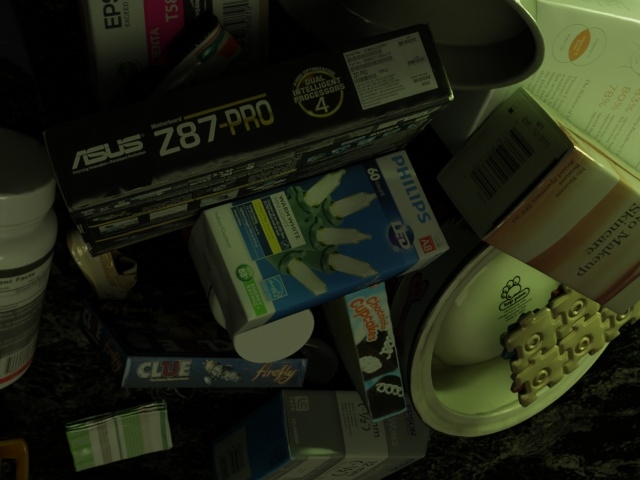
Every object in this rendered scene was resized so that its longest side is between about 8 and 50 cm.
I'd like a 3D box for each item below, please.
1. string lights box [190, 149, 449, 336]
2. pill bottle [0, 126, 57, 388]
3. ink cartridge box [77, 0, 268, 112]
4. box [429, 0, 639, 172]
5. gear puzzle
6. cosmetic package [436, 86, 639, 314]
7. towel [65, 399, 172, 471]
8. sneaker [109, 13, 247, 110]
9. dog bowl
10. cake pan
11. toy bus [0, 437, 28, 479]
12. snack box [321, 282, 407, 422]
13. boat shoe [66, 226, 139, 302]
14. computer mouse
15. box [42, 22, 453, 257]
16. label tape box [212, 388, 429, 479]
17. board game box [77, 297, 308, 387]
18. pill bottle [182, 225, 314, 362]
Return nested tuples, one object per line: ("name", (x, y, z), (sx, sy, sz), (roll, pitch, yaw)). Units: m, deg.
("string lights box", (0.000, 0.000, 1.182), (0.259, 0.133, 0.077), (-19, 168, -23))
("pill bottle", (-0.388, 0.023, 1.177), (0.161, 0.161, 0.283), (1, 128, -26))
("ink cartridge box", (-0.155, -0.254, 1.095), (0.193, 0.088, 0.235), (-13, 134, -16))
("box", (0.316, -0.215, 1.298), (0.345, 0.168, 0.215), (5, 126, -28))
("gear puzzle", (0.386, 0.081, 1.466), (0.339, 0.044, 0.175), (-35, 134, -13))
("cosmetic package", (0.301, -0.038, 1.238), (0.296, 0.129, 0.153), (23, 117, -39))
("towel", (-0.300, 0.297, 1.561), (0.152, 0.023, 0.113), (-13, 133, -15))
("sneaker", (-0.145, -0.157, 1.082), (0.161, 0.057, 0.075), (-42, 130, 10))
("dog bowl", (0.260, 0.083, 1.509), (0.408, 0.150, 0.408), (-18, 131, -23))
("cake pan", (0.095, -0.246, 1.077), (0.293, 0.293, 0.054), (29, 74, -41))
("toy bus", (-0.499, 0.315, 1.420), (0.191, 0.202, 0.104), (-47, 163, 9))
("snack box", (0.042, 0.079, 1.415), (0.060, 0.187, 0.322), (-21, 135, -8))
("boat shoe", (-0.261, 0.042, 1.324), (0.059, 0.063, 0.170), (-23, 135, 3))
("computer mouse", (-0.108, 0.155, 1.501), (0.272, 0.072, 0.188), (8, 124, -18))
("box", (-0.083, -0.098, 1.137), (0.394, 0.097, 0.318), (-18, 173, -10))
("label tape box", (0.039, 0.327, 1.631), (0.347, 0.115, 0.249), (8, 149, -29))
("board game box", (-0.158, 0.128, 1.297), (0.243, 0.165, 0.042), (5, 108, -33))
("pill bottle", (-0.090, 0.040, 1.291), (0.121, 0.221, 0.121), (-14, 134, -15))
